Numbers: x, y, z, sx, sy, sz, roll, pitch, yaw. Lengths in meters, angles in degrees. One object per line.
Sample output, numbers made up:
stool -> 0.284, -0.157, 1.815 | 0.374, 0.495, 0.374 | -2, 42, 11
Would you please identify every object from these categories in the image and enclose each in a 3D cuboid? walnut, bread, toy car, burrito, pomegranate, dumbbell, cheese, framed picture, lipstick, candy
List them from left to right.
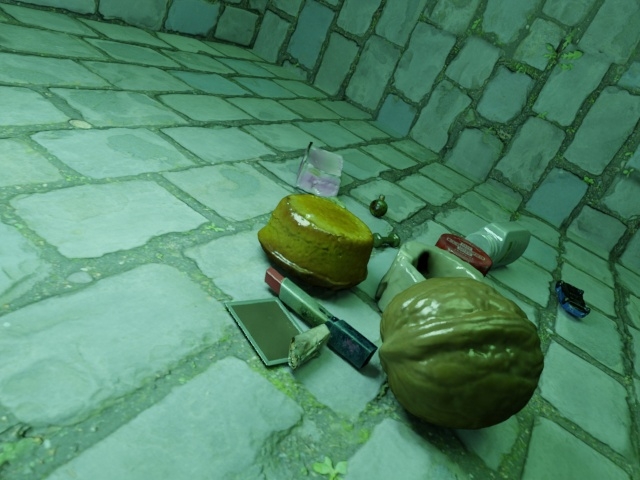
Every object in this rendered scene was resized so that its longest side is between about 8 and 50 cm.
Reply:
framed picture -> -0.101, 0.185, 1.043 | 0.142, 0.011, 0.183 | 0, 36, -44
burrito -> -0.026, 0.208, 1.007 | 0.055, 0.041, 0.149 | 48, 30, 12
lipstick -> -0.015, 0.163, 1.114 | 0.312, 0.051, 0.051 | 36, 18, 20
bread -> -0.002, 0.002, 1.300 | 0.313, 0.172, 0.312 | 21, 23, -10
candy -> 0.001, -0.260, 1.873 | 0.156, 0.115, 0.265 | 23, 25, -9
bread -> 0.027, -0.071, 1.569 | 0.156, 0.103, 0.110 | -17, 60, -49
pomegranate -> 0.218, -0.129, 1.862 | 0.073, 0.084, 0.073 | 19, 16, -6
dumbbell -> 0.214, -0.001, 1.657 | 0.118, 0.046, 0.052 | -1, 41, -45
cheese -> 0.297, 0.144, 1.334 | 0.292, 0.153, 0.332 | 34, 25, 17
walnut -> 0.270, 0.220, 1.013 | 0.333, 0.332, 0.332 | 21, 25, -11
toy car -> 0.938, 0.225, 1.883 | 0.103, 0.063, 0.216 | 27, 31, 3

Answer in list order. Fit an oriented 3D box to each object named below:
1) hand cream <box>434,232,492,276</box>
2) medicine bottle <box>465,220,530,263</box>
hand cream -> 0.445, 0.076, 1.634 | 0.193, 0.125, 0.193 | 22, 25, -11
medicine bottle -> 0.653, 0.019, 1.873 | 0.324, 0.179, 0.124 | -6, 41, -48
